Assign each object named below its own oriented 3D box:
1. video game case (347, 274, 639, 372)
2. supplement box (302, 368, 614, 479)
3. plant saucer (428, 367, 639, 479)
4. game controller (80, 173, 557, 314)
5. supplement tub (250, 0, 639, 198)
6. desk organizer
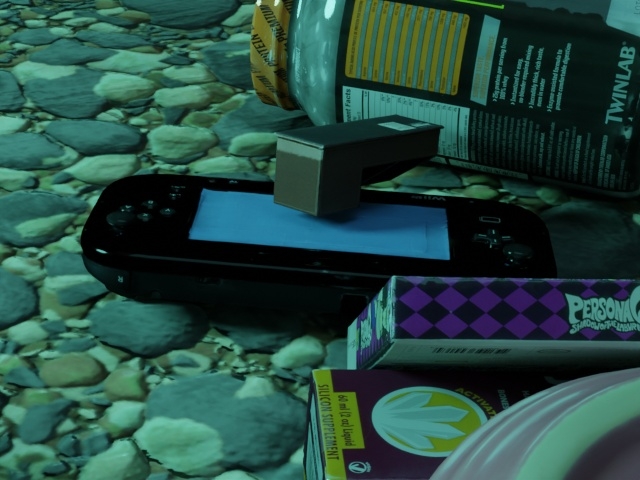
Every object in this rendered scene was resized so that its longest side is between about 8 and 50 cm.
[{"bbox_3d":[0.140,0.056,0.934,0.232,0.041,0.210,1,-11,-5],"label":"video game case"},{"bbox_3d":[0.089,0.131,0.879,0.188,0.080,0.104,1,30,-6],"label":"supplement box"},{"bbox_3d":[0.194,0.179,0.720,0.332,0.084,0.332,4,48,-4],"label":"plant saucer"},{"bbox_3d":[0.000,0.000,1.107,0.319,0.067,0.166,5,30,1],"label":"game controller"},{"bbox_3d":[0.117,-0.153,1.256,0.316,0.193,0.193,13,31,13],"label":"supplement tub"},{"bbox_3d":[0.027,-0.054,1.129,0.047,0.050,0.130,18,21,40],"label":"desk organizer"}]
